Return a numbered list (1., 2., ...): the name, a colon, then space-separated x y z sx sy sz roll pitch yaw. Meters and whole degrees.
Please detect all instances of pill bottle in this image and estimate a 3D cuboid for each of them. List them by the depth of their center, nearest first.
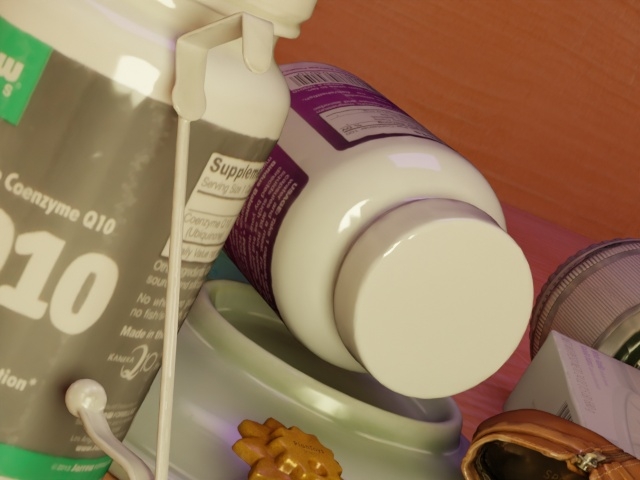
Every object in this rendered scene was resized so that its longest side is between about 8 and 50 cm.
1. pill bottle: -0.144 -0.047 1.067 0.204 0.361 0.204 26 9 -4
2. pill bottle: 0.028 -0.008 1.295 0.169 0.169 0.301 22 12 -27

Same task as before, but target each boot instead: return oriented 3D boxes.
1. boot: 0.221 0.195 1.200 0.283 0.109 0.220 36 4 14

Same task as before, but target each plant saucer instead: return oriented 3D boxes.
1. plant saucer: -0.014 0.119 1.316 0.400 0.100 0.400 25 10 -5

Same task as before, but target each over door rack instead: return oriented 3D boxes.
1. over door rack: -0.164 0.019 0.872 0.239 0.324 0.108 16 -8 -43

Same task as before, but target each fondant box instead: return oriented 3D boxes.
1. fondant box: 0.329 0.225 1.568 0.330 0.096 0.238 26 21 -13

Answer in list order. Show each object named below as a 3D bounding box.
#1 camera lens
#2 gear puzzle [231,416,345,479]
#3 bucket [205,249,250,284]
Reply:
1. camera lens: 0.331 0.125 1.816 0.219 0.219 0.274 25 10 -14
2. gear puzzle: 0.092 0.204 1.101 0.339 0.044 0.175 37 20 4
3. bucket: 0.000 0.000 1.627 0.281 0.183 0.281 25 2 -1
